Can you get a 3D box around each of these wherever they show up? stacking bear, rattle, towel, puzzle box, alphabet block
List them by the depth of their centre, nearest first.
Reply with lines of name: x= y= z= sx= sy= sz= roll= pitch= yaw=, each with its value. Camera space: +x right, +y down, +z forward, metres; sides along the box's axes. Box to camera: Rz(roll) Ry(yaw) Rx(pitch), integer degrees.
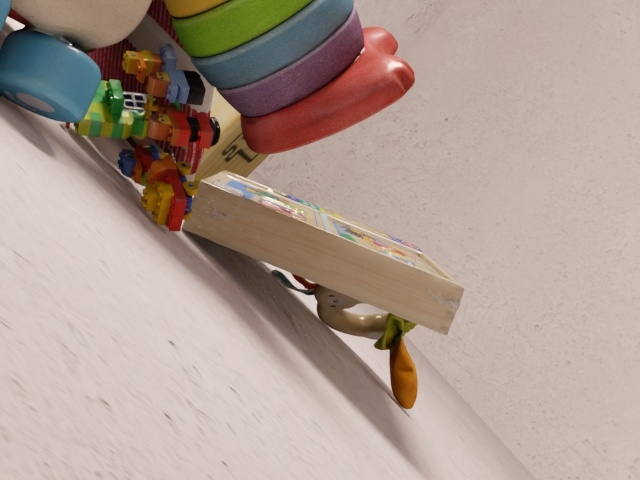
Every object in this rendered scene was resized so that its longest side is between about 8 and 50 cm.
stacking bear: x=-0.063 y=-0.233 z=0.998 sx=0.289 sy=0.164 sz=0.175 roll=59 pitch=8 yaw=-23
towel: x=-0.167 y=-0.237 z=1.218 sx=0.237 sy=0.037 sz=0.329 roll=47 pitch=-42 yaw=34
puzzle box: x=0.000 y=0.000 z=1.286 sx=0.272 sy=0.052 sz=0.409 roll=22 pitch=4 yaw=-4
rattle: x=0.026 y=0.110 z=1.438 sx=0.199 sy=0.143 sz=0.130 roll=25 pitch=-19 yaw=-37
alphabet block: x=-0.151 y=-0.198 z=1.626 sx=0.192 sy=0.197 sz=0.193 roll=47 pitch=2 yaw=16

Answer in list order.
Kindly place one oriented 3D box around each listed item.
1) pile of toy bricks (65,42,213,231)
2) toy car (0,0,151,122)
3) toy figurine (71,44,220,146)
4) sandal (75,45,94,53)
pile of toy bricks: x=-0.168 y=-0.105 z=1.012 sx=0.105 sy=0.118 sz=0.212 roll=3 pitch=34 yaw=-22
toy car: x=-0.255 y=-0.231 z=0.845 sx=0.238 sy=0.219 sz=0.210 roll=14 pitch=-13 yaw=27
toy figurine: x=-0.189 y=-0.232 z=1.427 sx=0.209 sy=0.213 sz=0.148 roll=43 pitch=17 yaw=27
sandal: x=-0.350 y=-0.303 z=1.224 sx=0.303 sy=0.086 sz=0.120 roll=50 pitch=2 yaw=-12
